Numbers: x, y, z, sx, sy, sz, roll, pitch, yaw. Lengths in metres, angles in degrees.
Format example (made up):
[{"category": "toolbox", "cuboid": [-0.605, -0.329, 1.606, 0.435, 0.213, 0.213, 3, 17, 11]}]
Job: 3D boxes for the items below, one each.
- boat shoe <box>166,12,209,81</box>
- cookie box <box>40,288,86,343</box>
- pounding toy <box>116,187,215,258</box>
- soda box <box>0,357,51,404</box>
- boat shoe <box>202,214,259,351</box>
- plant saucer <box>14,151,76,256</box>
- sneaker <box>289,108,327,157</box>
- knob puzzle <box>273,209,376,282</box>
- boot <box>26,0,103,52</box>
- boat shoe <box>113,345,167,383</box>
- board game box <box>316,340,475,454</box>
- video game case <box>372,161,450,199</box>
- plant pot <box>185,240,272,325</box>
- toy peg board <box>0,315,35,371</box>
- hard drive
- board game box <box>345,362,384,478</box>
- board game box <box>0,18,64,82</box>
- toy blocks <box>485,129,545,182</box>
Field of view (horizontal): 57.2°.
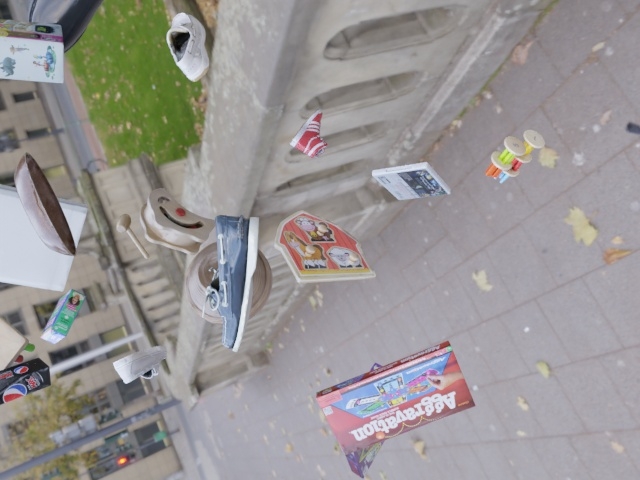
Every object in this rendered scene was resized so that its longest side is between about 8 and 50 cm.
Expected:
[{"category": "boat shoe", "cuboid": [-0.384, -0.568, 1.650, 0.096, 0.098, 0.277, 32, -152, -49]}, {"category": "cookie box", "cuboid": [-0.601, 0.178, 1.368, 0.091, 0.040, 0.107, -28, 39, 45]}, {"category": "pounding toy", "cuboid": [-0.462, -0.042, 1.729, 0.155, 0.269, 0.154, -48, 35, 35]}, {"category": "soda box", "cuboid": [-0.700, 0.324, 1.316, 0.060, 0.168, 0.053, 21, 116, 38]}, {"category": "boat shoe", "cuboid": [-0.150, 0.074, 0.975, 0.095, 0.079, 0.255, -92, 11, -58]}, {"category": "plant saucer", "cuboid": [-0.492, -0.057, 1.039, 0.199, 0.036, 0.199, 58, 164, 28]}, {"category": "sneaker", "cuboid": [-0.009, -0.209, 1.162, 0.067, 0.118, 0.042, 36, 143, -5]}, {"category": "knob puzzle", "cuboid": [0.000, 0.000, 1.132, 0.213, 0.213, 0.030, 53, 134, 35]}, {"category": "boot", "cuboid": [-0.537, -0.614, 1.402, 0.445, 0.146, 0.367, 23, 84, 50]}, {"category": "boat shoe", "cuboid": [-0.391, 0.278, 1.310, 0.184, 0.066, 0.063, 34, -148, -82]}, {"category": "board game box", "cuboid": [0.148, 0.313, 1.156, 0.027, 0.281, 0.145, -92, -22, -73]}, {"category": "video game case", "cuboid": [0.273, -0.174, 1.744, 0.173, 0.190, 0.022, -4, 68, 33]}, {"category": "plant pot", "cuboid": [-0.250, 0.095, 1.533, 0.237, 0.237, 0.110, 60, 176, 22]}, {"category": "toy peg board", "cuboid": [-0.784, 0.267, 1.406, 0.161, 0.161, 0.079, 32, 170, 19]}, {"category": "hard drive", "cuboid": [-0.665, -0.015, 1.205, 0.040, 0.307, 0.203, 42, 114, 56]}, {"category": "board game box", "cuboid": [0.133, 0.502, 1.611, 0.056, 0.208, 0.347, 26, 151, 29]}, {"category": "board game box", "cuboid": [-0.754, -0.445, 1.344, 0.224, 0.303, 0.098, -130, 43, -54]}, {"category": "toy blocks", "cuboid": [0.423, -0.175, 1.331, 0.054, 0.123, 0.148, 56, 146, 20]}]
